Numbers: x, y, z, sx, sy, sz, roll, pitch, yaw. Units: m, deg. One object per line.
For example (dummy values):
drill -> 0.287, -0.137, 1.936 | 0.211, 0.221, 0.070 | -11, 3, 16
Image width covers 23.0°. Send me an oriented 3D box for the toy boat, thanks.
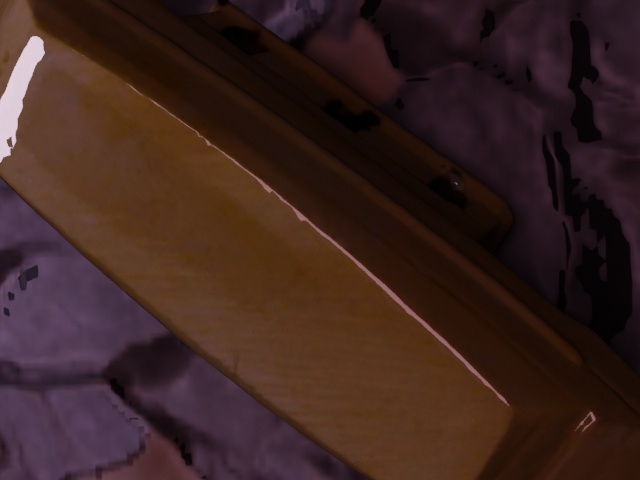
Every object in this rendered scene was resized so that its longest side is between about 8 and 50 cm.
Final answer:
toy boat -> 0.000, 0.000, 0.367 | 0.200, 0.077, 0.057 | 38, 116, 13
